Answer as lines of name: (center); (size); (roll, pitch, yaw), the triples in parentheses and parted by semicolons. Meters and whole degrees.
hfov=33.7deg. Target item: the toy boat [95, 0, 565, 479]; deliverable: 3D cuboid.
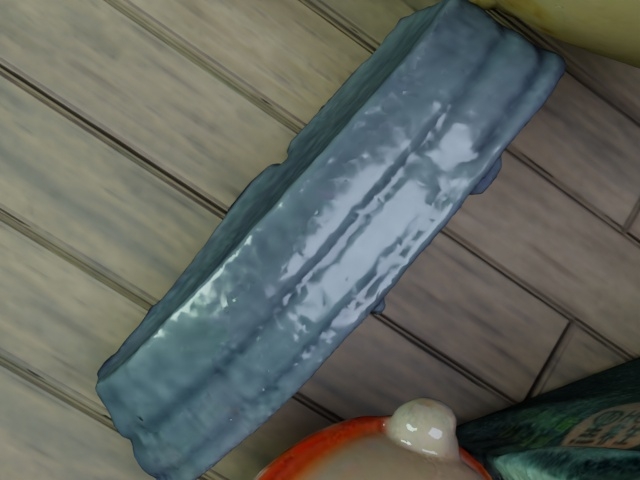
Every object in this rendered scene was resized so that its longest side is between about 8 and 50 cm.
toy boat: (0.000, 0.000, 0.523); (0.078, 0.127, 0.283); (43, 84, -13)

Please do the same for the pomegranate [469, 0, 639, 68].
pomegranate: (0.176, -0.250, 0.460); (0.412, 0.411, 0.411); (0, 91, -17)

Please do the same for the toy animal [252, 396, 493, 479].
toy animal: (0.024, 0.185, 0.508); (0.171, 0.171, 0.197); (-24, 108, -15)

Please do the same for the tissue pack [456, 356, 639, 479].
tissue pack: (0.242, 0.101, 0.545); (0.316, 0.228, 0.103); (-17, 92, -16)
